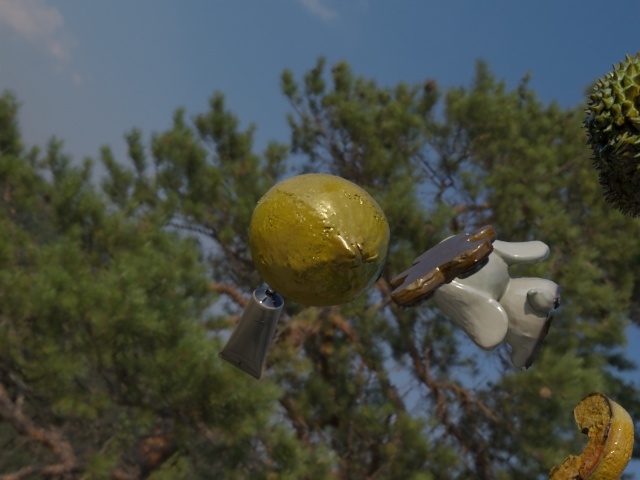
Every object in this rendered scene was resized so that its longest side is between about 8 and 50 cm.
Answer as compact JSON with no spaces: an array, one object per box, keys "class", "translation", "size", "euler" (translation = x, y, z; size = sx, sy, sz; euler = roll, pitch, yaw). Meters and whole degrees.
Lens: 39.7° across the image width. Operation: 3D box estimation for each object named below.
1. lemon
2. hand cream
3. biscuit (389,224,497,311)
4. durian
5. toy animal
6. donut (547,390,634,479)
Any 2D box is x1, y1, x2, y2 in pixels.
[{"class":"lemon","translation":[0.000,0.000,1.119],"size":[0.206,0.173,0.173],"euler":[23,-30,57]},{"class":"hand cream","translation":[-0.114,0.155,1.538],"size":[0.087,0.054,0.186],"euler":[29,-59,7]},{"class":"biscuit","translation":[0.204,0.040,1.455],"size":[0.049,0.196,0.301],"euler":[62,8,-3]},{"class":"durian","translation":[0.520,-0.163,1.345],"size":[0.291,0.224,0.291],"euler":[-23,90,-82]},{"class":"toy animal","translation":[0.347,0.111,1.768],"size":[0.289,0.249,0.174],"euler":[5,-30,-1]},{"class":"donut","translation":[0.436,0.333,1.406],"size":[0.078,0.181,0.146],"euler":[29,-17,-4]}]
